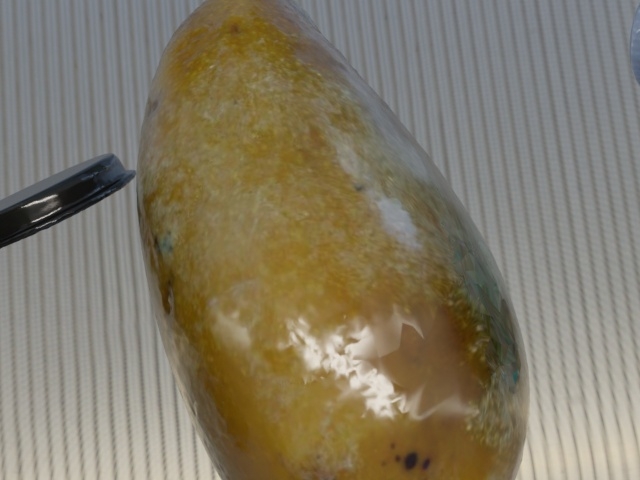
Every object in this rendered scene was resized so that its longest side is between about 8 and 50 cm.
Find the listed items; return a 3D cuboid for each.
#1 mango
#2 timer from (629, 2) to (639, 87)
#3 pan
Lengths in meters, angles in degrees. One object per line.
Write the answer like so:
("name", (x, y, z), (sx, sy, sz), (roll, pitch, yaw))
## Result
("mango", (0.000, 0.000, 0.505), (0.146, 0.193, 0.316), (-23, 61, 18))
("timer", (0.365, -0.113, 0.619), (0.395, 0.395, 0.173), (38, 66, 5))
("pan", (-0.207, -0.022, 0.761), (0.136, 0.235, 0.028), (-29, 100, -21))
